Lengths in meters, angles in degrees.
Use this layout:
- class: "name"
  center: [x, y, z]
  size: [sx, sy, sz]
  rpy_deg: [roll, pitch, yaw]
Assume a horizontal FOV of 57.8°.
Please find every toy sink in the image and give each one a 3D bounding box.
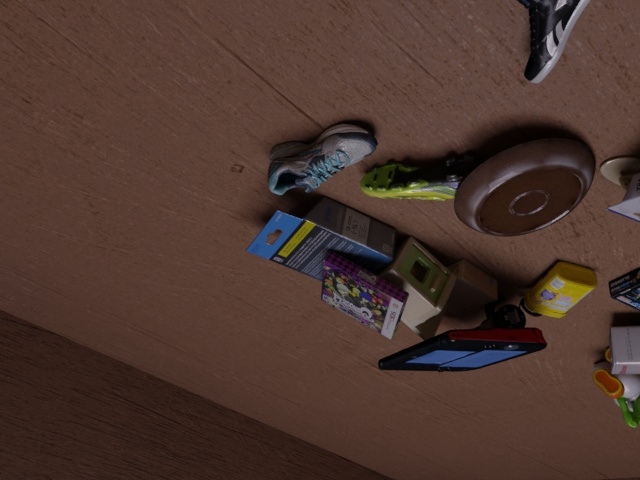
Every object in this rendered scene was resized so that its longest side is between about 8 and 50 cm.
- class: "toy sink"
  center: [0.270, 0.131, 1.560]
  size: [0.234, 0.153, 0.131]
  rpy_deg: [43, 137, -5]

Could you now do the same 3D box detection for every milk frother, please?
- class: "milk frother"
  center: [0.566, 0.236, 1.716]
  size: [0.143, 0.129, 0.135]
  rpy_deg: [13, 152, -6]

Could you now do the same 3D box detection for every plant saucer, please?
- class: "plant saucer"
  center: [0.450, -0.096, 1.265]
  size: [0.310, 0.050, 0.311]
  rpy_deg: [-6, 144, -4]

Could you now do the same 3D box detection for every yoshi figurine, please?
- class: "yoshi figurine"
  center: [1.042, 0.502, 1.904]
  size: [0.203, 0.203, 0.362]
  rpy_deg: [-22, 137, 30]

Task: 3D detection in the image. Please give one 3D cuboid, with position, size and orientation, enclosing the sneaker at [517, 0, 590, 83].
- class: "sneaker"
  center: [0.357, -0.372, 0.959]
  size: [0.121, 0.079, 0.217]
  rpy_deg: [16, 137, 0]

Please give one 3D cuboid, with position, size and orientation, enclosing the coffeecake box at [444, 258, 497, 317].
- class: "coffeecake box"
  center: [0.394, 0.143, 1.680]
  size: [0.142, 0.068, 0.185]
  rpy_deg: [31, 141, -24]

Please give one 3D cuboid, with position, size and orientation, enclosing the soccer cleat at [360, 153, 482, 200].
- class: "soccer cleat"
  center: [0.234, -0.123, 1.328]
  size: [0.289, 0.094, 0.121]
  rpy_deg: [-4, 145, 21]

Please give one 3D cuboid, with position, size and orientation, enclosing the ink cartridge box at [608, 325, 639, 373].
- class: "ink cartridge box"
  center: [0.993, 0.320, 1.682]
  size: [0.272, 0.115, 0.198]
  rpy_deg: [-5, 157, 23]

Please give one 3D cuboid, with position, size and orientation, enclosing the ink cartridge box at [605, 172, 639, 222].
- class: "ink cartridge box"
  center: [0.718, -0.098, 1.078]
  size: [0.165, 0.065, 0.332]
  rpy_deg: [17, 164, -14]

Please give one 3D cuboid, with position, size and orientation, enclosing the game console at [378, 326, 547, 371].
- class: "game console"
  center: [0.393, 0.316, 1.625]
  size: [0.341, 0.060, 0.386]
  rpy_deg: [2, 157, -24]

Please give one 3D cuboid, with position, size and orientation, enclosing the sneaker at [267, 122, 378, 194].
- class: "sneaker"
  center: [0.001, -0.166, 1.306]
  size: [0.282, 0.122, 0.110]
  rpy_deg: [-14, 139, 32]

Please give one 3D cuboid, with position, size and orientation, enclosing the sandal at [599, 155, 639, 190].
- class: "sandal"
  center: [0.711, -0.102, 1.230]
  size: [0.239, 0.079, 0.088]
  rpy_deg: [20, 145, -11]

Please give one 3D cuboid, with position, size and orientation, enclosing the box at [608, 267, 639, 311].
- class: "box"
  center: [0.917, 0.137, 1.536]
  size: [0.220, 0.051, 0.175]
  rpy_deg: [23, 144, -16]

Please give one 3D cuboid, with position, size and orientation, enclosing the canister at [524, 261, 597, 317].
- class: "canister"
  center: [0.659, 0.136, 1.591]
  size: [0.126, 0.073, 0.170]
  rpy_deg: [14, 144, -4]

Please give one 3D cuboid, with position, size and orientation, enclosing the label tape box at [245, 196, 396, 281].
- class: "label tape box"
  center: [0.000, 0.000, 1.558]
  size: [0.333, 0.106, 0.240]
  rpy_deg: [24, 144, -17]

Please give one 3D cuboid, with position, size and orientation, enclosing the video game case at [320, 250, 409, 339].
- class: "video game case"
  center: [0.110, 0.149, 1.536]
  size: [0.232, 0.042, 0.210]
  rpy_deg: [29, 148, 15]
